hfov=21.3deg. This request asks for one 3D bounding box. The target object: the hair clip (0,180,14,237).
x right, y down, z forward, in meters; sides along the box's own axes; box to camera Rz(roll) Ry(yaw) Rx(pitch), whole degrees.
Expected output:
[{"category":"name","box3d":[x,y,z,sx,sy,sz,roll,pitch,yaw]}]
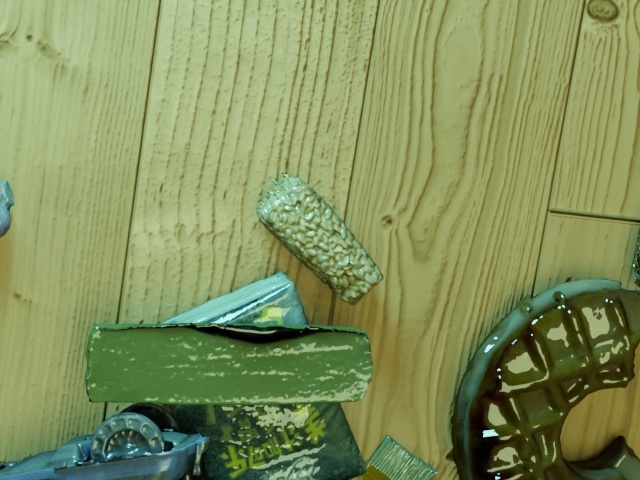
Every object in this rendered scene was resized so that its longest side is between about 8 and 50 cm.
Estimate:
[{"category":"hair clip","box3d":[-0.432,-0.032,1.858,0.195,0.052,0.124,-17,97,-2]}]

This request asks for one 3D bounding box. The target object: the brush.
[{"category":"brush","box3d":[0.049,0.339,2.077,0.083,0.011,0.205,39,92,-20]}]

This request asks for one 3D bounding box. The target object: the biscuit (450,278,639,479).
[{"category":"biscuit","box3d":[0.294,0.234,2.062,0.268,0.115,0.366,-17,105,-11]}]

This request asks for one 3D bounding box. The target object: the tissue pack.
[{"category":"tissue pack","box3d":[-0.076,0.189,1.973,0.185,0.081,0.257,-23,107,-6]}]

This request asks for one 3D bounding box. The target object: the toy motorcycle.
[{"category":"toy motorcycle","box3d":[-0.275,0.303,1.896,0.358,0.125,0.212,-9,92,10]}]

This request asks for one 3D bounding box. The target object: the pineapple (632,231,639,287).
[{"category":"pineapple","box3d":[0.437,-0.021,2.051,0.083,0.103,0.221,2,103,-49]}]

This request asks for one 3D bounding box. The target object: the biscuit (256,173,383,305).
[{"category":"biscuit","box3d":[0.000,0.000,1.949,0.070,0.082,0.168,-44,109,1]}]

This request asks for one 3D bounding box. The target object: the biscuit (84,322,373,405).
[{"category":"biscuit","box3d":[-0.100,0.135,1.895,0.322,0.038,0.099,0,105,-12]}]
